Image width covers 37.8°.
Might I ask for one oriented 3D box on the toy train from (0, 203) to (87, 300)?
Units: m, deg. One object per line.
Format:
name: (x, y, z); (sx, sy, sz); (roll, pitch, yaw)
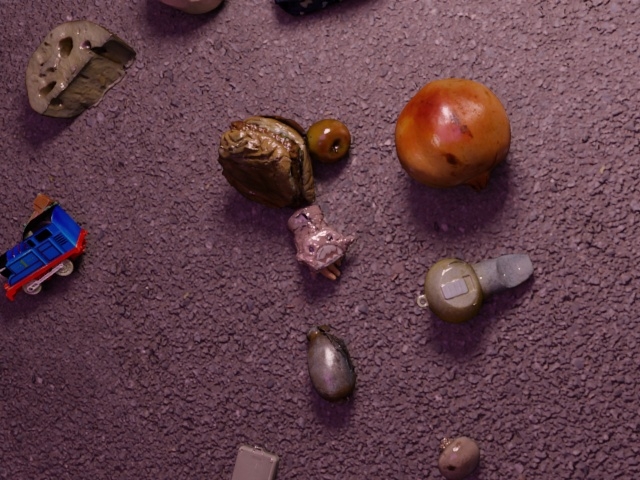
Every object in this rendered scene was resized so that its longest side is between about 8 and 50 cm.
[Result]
toy train: (-0.588, 0.027, 1.945); (0.204, 0.083, 0.131); (-31, 119, 15)

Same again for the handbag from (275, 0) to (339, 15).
handbag: (0.013, -0.546, 1.806); (0.260, 0.113, 0.162); (-10, 77, 24)

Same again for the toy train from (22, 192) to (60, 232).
toy train: (-0.598, -0.044, 1.998); (0.064, 0.044, 0.103); (32, 94, 20)

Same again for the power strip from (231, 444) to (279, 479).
power strip: (-0.140, 0.495, 1.826); (0.081, 0.035, 0.192); (14, 91, 17)

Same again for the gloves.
gloves: (-0.009, 0.002, 1.791); (0.144, 0.094, 0.110); (41, 87, 23)

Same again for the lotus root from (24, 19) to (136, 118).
lotus root: (-0.508, -0.364, 1.951); (0.235, 0.119, 0.138); (-39, 77, 13)

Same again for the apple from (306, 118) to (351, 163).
apple: (0.015, -0.192, 1.793); (0.089, 0.089, 0.074); (-38, 46, 12)

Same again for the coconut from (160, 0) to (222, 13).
coconut: (-0.267, -0.537, 1.853); (0.171, 0.183, 0.171); (0, 89, 20)

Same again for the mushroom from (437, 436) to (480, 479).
mushroom: (0.244, 0.390, 1.701); (0.085, 0.085, 0.079); (-56, 45, 7)

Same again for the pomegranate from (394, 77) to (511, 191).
pomegranate: (0.234, -0.189, 1.674); (0.209, 0.209, 0.209); (-1, 86, 17)

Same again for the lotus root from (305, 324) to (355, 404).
lotus root: (0.017, 0.233, 1.773); (0.088, 0.088, 0.165); (-23, 70, 15)

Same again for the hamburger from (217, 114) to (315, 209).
hamburger: (-0.093, -0.151, 1.781); (0.183, 0.206, 0.130); (19, 60, 19)

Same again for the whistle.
whistle: (0.278, 0.079, 1.701); (0.223, 0.123, 0.123); (-19, 81, -6)
